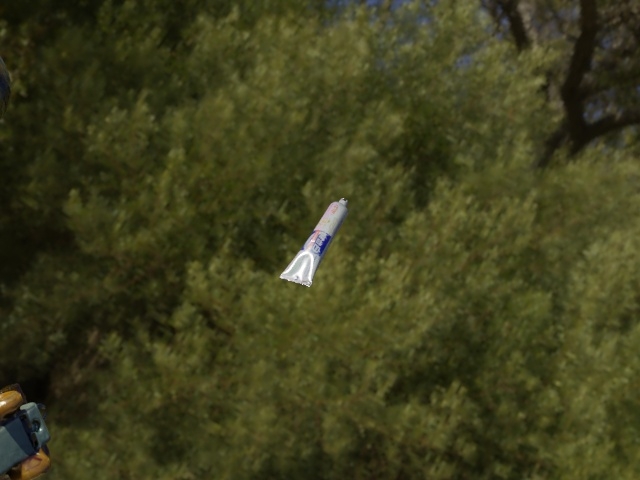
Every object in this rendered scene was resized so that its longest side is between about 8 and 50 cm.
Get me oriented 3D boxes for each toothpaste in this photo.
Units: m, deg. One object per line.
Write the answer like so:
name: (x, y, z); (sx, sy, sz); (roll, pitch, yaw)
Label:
toothpaste: (0.000, 0.000, 1.455); (0.045, 0.170, 0.028); (17, -43, 16)

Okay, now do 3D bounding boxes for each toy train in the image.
toy train: (-0.627, 0.386, 1.921); (0.232, 0.369, 0.163); (-19, -82, 29)

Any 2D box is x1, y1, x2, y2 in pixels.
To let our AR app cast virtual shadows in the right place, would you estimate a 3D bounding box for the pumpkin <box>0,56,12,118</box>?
pumpkin: (-0.668, -0.261, 1.917); (0.238, 0.238, 0.159); (22, -39, 22)
